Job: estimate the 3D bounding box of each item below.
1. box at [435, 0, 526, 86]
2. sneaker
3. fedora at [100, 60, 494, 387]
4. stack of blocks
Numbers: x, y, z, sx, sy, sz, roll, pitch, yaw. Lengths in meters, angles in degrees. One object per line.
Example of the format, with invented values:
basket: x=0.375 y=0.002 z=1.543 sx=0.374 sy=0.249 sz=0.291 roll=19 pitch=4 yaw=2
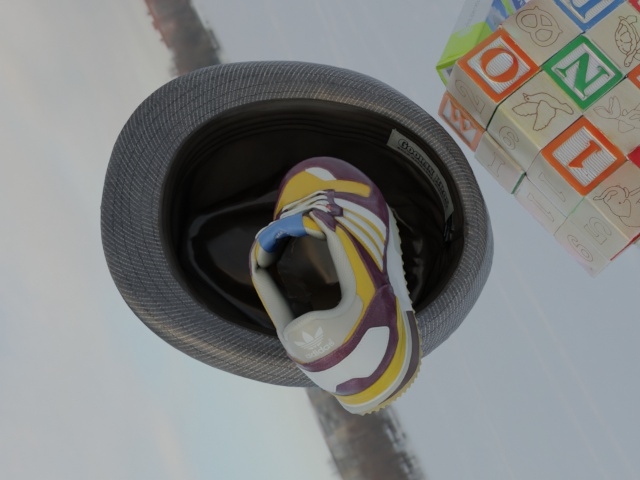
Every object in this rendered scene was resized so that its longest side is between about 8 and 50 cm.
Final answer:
box: x=0.164 y=-0.168 z=0.883 sx=0.109 sy=0.042 sz=0.178 roll=54 pitch=-140 yaw=-26
sneaker: x=0.000 y=0.000 z=0.514 sx=0.084 sy=0.070 sz=0.185 roll=46 pitch=-164 yaw=-38
fedora: x=-0.017 y=-0.003 z=0.719 sx=0.124 sy=0.276 sz=0.243 roll=108 pitch=162 yaw=-69
stack of blocks: x=0.248 y=-0.053 z=0.688 sx=0.297 sy=0.171 sz=0.087 roll=48 pitch=167 yaw=12
